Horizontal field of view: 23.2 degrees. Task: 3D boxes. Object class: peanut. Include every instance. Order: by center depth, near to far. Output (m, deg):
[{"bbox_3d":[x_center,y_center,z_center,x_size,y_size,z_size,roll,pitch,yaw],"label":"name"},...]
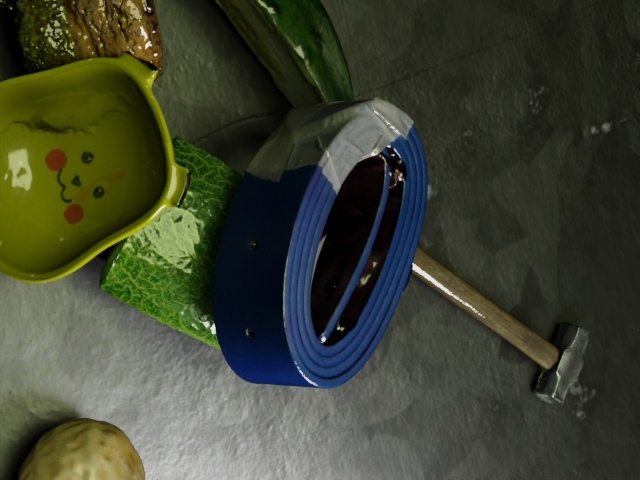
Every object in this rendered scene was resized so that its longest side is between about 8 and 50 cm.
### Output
[{"bbox_3d":[-0.265,0.275,1.735,0.140,0.109,0.159,40,57,-38],"label":"peanut"}]

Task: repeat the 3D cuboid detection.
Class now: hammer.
[{"bbox_3d":[0.219,0.089,2.091,0.365,0.043,0.111,35,72,-27],"label":"hammer"}]

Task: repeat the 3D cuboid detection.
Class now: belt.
[{"bbox_3d":[0.000,0.000,1.767,0.212,0.117,0.347,43,59,-40],"label":"belt"}]

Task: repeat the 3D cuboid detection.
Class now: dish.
[{"bbox_3d":[-0.260,-0.079,1.691,0.262,0.108,0.221,-22,84,12],"label":"dish"}]

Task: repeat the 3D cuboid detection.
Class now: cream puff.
[{"bbox_3d":[-0.268,-0.248,1.708,0.169,0.183,0.183,-11,97,-7],"label":"cream puff"}]

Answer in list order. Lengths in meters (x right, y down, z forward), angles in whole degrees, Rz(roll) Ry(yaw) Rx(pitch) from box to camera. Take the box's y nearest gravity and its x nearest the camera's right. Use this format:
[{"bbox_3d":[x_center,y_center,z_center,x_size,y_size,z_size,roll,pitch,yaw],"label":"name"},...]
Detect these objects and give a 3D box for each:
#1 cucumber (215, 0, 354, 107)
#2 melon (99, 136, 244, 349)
[{"bbox_3d":[-0.038,-0.261,1.871,0.105,0.145,0.325,-43,117,-18],"label":"cucumber"},{"bbox_3d":[-0.097,0.041,1.834,0.323,0.124,0.196,33,80,-27],"label":"melon"}]
